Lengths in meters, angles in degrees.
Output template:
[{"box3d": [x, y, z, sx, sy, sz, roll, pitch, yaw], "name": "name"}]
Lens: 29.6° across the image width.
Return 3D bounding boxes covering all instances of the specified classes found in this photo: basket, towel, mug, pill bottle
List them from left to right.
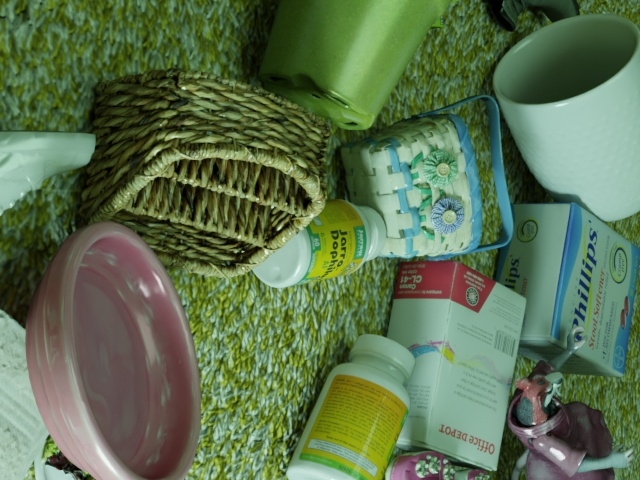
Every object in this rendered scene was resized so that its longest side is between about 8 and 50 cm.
[{"box3d": [-0.384, 0.174, 1.339, 0.187, 0.049, 0.282, -65, 149, -21], "name": "towel"}, {"box3d": [-0.132, -0.075, 1.564, 0.299, 0.214, 0.223, 17, 76, -47], "name": "basket"}, {"box3d": [0.000, 0.000, 1.787, 0.208, 0.118, 0.117, -9, 96, -49], "name": "pill bottle"}, {"box3d": [0.056, 0.271, 1.831, 0.136, 0.136, 0.245, 48, 56, -37], "name": "pill bottle"}, {"box3d": [0.189, -0.085, 1.940, 0.289, 0.201, 0.254, -19, 103, -37], "name": "basket"}, {"box3d": [0.501, -0.236, 2.284, 0.374, 0.276, 0.328, -90, 155, -53], "name": "mug"}]

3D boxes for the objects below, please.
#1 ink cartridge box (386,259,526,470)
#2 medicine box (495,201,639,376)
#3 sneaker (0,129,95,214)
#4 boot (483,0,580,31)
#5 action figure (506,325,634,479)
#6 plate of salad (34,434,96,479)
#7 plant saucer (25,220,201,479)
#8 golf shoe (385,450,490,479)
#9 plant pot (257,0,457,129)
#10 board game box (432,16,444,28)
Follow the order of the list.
[{"box3d": [0.214, 0.208, 2.019, 0.226, 0.131, 0.306, 29, 70, -46], "name": "ink cartridge box"}, {"box3d": [0.463, 0.096, 2.293, 0.289, 0.149, 0.263, 27, 69, -46], "name": "medicine box"}, {"box3d": [-0.384, -0.040, 1.368, 0.293, 0.108, 0.169, -10, 99, -39], "name": "sneaker"}, {"box3d": [0.381, -0.448, 2.275, 0.246, 0.083, 0.161, 45, 64, -32], "name": "boot"}, {"box3d": [0.396, 0.329, 2.132, 0.370, 0.276, 0.248, 48, 24, -46], "name": "action figure"}, {"box3d": [-0.271, 0.267, 1.525, 0.200, 0.048, 0.199, 0, 90, -48], "name": "plate of salad"}, {"box3d": [-0.248, 0.145, 1.441, 0.332, 0.084, 0.332, -14, 90, -74], "name": "plant saucer"}, {"box3d": [0.161, 0.398, 1.932, 0.306, 0.140, 0.115, 34, 63, -54], "name": "golf shoe"}, {"box3d": [0.039, -0.309, 1.755, 0.276, 0.276, 0.253, 32, 76, -44], "name": "plant pot"}, {"box3d": [0.159, -0.447, 2.032, 0.092, 0.043, 0.181, -10, 97, -49], "name": "board game box"}]
